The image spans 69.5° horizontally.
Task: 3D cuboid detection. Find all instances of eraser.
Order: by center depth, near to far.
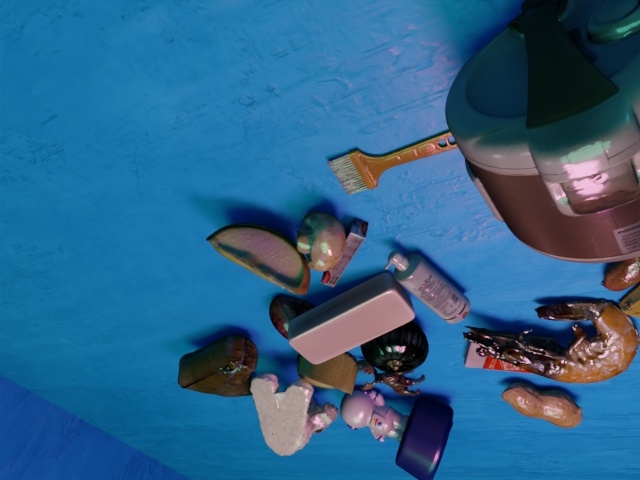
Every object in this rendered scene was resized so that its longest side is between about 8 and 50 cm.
[{"bbox_3d":[0.545,0.328,1.344,0.230,0.038,0.157,3,137,10],"label":"eraser"}]

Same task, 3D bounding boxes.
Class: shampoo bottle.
[{"bbox_3d":[0.263,0.107,1.146,0.262,0.085,0.085,39,133,-24],"label":"shampoo bottle"}]

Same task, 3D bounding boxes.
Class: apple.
[{"bbox_3d":[-0.129,0.032,1.142,0.264,0.120,0.193,30,178,3],"label":"apple"}]

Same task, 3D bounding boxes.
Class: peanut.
[{"bbox_3d":[0.702,0.516,1.462,0.262,0.101,0.118,15,113,2],"label":"peanut"}]

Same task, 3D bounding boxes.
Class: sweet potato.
[{"bbox_3d":[0.674,0.052,0.993,0.068,0.068,0.226,11,137,3],"label":"sweet potato"}]

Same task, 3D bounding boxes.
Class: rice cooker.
[{"bbox_3d":[0.360,-0.162,0.647,0.335,0.335,0.325,-20,132,32],"label":"rice cooker"}]

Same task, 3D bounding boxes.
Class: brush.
[{"bbox_3d":[0.153,-0.165,0.935,0.272,0.013,0.103,-15,131,28],"label":"brush"}]

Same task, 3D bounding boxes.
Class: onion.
[{"bbox_3d":[-0.074,0.259,1.390,0.205,0.098,0.151,28,135,-16],"label":"onion"}]

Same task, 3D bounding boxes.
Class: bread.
[{"bbox_3d":[0.776,0.102,1.029,0.087,0.049,0.226,12,139,2],"label":"bread"}]

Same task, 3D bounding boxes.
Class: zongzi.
[{"bbox_3d":[-0.273,0.471,1.638,0.322,0.160,0.360,-26,134,34],"label":"zongzi"}]

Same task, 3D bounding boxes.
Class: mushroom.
[{"bbox_3d":[0.000,0.000,1.062,0.112,0.148,0.148,-1,138,-7],"label":"mushroom"}]

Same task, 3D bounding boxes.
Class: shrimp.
[{"bbox_3d":[0.595,0.254,1.194,0.444,0.085,0.272,8,122,3],"label":"shrimp"}]

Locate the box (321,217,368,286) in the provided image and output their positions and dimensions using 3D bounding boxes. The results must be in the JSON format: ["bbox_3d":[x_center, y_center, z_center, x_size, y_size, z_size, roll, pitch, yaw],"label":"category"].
[{"bbox_3d":[0.057,0.035,1.146,0.039,0.055,0.218,21,137,-6],"label":"box"}]

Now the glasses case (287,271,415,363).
[{"bbox_3d":[0.079,0.217,1.257,0.336,0.076,0.144,-29,124,18],"label":"glasses case"}]

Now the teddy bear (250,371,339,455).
[{"bbox_3d":[-0.087,0.592,1.718,0.327,0.362,0.376,5,106,17],"label":"teddy bear"}]

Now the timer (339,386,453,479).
[{"bbox_3d":[0.253,0.649,1.650,0.383,0.270,0.271,21,140,16],"label":"timer"}]

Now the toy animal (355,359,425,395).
[{"bbox_3d":[0.229,0.468,1.540,0.185,0.094,0.214,-10,142,35],"label":"toy animal"}]

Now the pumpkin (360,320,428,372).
[{"bbox_3d":[0.213,0.306,1.331,0.201,0.140,0.202,6,144,4],"label":"pumpkin"}]

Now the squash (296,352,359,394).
[{"bbox_3d":[0.018,0.461,1.571,0.220,0.133,0.220,9,144,7],"label":"squash"}]
